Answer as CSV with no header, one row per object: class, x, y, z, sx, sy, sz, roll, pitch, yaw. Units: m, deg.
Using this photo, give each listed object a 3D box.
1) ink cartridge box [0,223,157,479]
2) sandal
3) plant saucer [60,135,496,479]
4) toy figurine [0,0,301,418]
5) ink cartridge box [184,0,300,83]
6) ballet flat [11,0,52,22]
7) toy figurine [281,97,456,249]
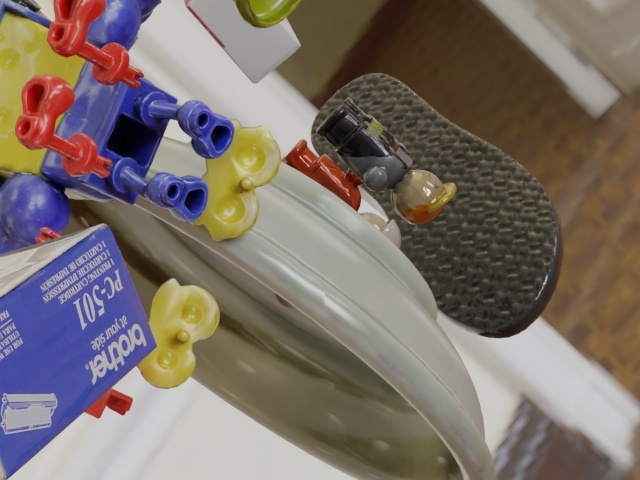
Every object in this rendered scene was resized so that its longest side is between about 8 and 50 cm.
ink cartridge box,-0.162,0.053,0.572,0.207,0.046,0.097,-15,12,26
sandal,0.141,-0.038,2.033,0.167,0.107,0.446,-39,41,2
plant saucer,-0.033,0.033,1.281,0.100,0.400,0.400,-54,15,-15
toy figurine,-0.151,-0.105,1.071,0.217,0.191,0.363,18,86,38
ink cartridge box,-0.077,-0.211,1.677,0.056,0.099,0.135,-39,25,8
ballet flat,-0.227,-0.151,1.581,0.049,0.173,0.057,-47,-12,12
toy figurine,0.000,0.000,1.675,0.213,0.148,0.209,-47,5,-27
